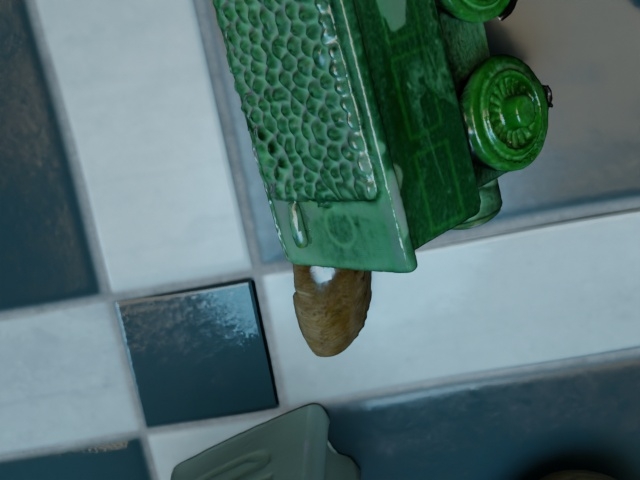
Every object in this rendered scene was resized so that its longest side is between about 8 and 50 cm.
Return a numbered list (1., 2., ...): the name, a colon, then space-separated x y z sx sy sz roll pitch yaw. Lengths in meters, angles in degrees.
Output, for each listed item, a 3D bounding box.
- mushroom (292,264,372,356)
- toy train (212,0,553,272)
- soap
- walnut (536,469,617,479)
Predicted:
1. mushroom: 0.002 0.001 1.033 0.072 0.094 0.210 -10 103 9
2. toy train: 0.050 -0.121 0.920 0.145 0.202 0.266 3 114 49
3. soap: -0.054 0.245 1.018 0.159 0.265 0.088 -25 105 10
4. walnut: 0.204 0.271 1.086 0.140 0.140 0.162 32 121 -7
